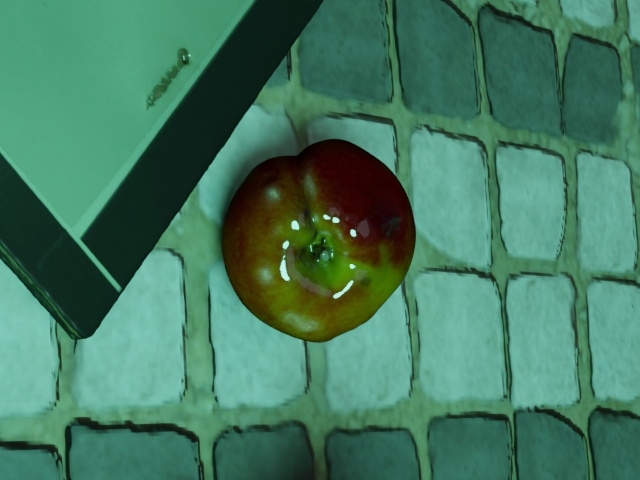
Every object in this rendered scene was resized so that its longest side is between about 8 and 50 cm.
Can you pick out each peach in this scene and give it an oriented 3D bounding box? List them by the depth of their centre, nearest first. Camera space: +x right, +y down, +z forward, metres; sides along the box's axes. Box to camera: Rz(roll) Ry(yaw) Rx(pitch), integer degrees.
[{"bbox_3d":[-0.001,0.000,0.824,0.100,0.100,0.101,13,73,-46],"label":"peach"}]

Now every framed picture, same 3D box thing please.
[{"bbox_3d":[-0.146,-0.164,0.751,0.347,0.016,0.265,52,48,-27],"label":"framed picture"}]
